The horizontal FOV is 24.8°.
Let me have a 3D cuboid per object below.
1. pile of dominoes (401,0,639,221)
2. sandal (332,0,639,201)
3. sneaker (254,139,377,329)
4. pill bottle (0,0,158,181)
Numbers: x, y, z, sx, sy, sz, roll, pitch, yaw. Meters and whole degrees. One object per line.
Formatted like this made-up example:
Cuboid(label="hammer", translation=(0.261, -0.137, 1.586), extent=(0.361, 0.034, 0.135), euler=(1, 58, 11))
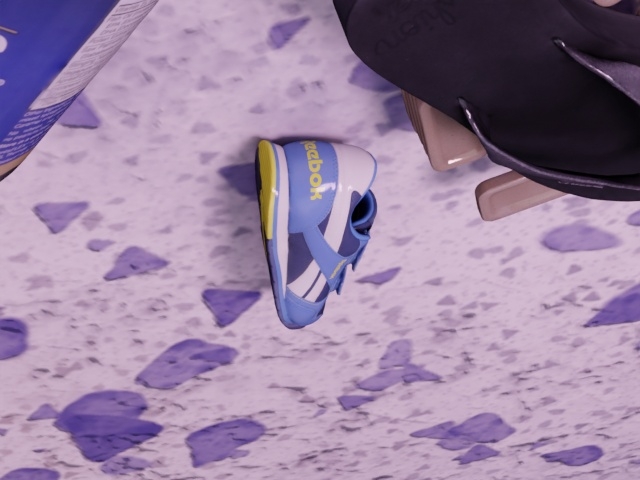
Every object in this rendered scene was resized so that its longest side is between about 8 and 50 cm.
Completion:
Cuboid(label="pile of dominoes", translation=(0.157, -0.108, 0.653), extent=(0.251, 0.040, 0.196), euler=(-21, 148, 0))
Cuboid(label="sandal", translation=(0.101, -0.057, 0.607), extent=(0.254, 0.054, 0.097), euler=(17, 133, -44))
Cuboid(label="sneaker", translation=(0.000, 0.000, 0.742), extent=(0.059, 0.053, 0.144), euler=(-10, 150, -6))
Cuboid(label="pill bottle", translation=(-0.096, -0.115, 0.452), extent=(0.122, 0.123, 0.219), euler=(14, 141, -35))
